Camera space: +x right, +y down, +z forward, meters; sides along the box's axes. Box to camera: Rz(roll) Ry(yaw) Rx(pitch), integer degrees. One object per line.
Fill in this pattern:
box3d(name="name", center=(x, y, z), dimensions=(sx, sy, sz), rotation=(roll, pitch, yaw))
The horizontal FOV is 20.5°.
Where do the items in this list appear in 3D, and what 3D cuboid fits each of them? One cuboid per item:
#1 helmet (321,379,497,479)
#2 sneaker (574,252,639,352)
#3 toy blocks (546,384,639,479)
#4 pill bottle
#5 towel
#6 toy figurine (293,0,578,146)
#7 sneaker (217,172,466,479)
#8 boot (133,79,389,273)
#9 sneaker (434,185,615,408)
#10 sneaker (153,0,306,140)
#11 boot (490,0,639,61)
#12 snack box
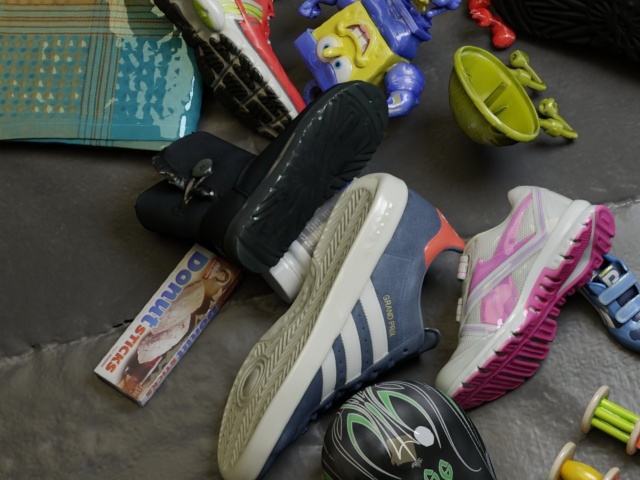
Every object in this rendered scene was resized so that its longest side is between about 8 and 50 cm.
box3d(name="helmet", center=(0.080, 0.213, 1.707), dimensions=(0.169, 0.169, 0.161), rotation=(-35, 80, -9))
box3d(name="sneaker", center=(0.302, 0.057, 1.797), dimensions=(0.053, 0.059, 0.144), rotation=(-39, 65, -13))
box3d(name="toy blocks", center=(0.311, 0.223, 1.714), dimensions=(0.148, 0.054, 0.123), rotation=(28, 71, 21))
box3d(name="pill bottle", center=(0.000, 0.000, 1.866), dimensions=(0.137, 0.078, 0.078), rotation=(-39, 64, -11))
box3d(name="towel", center=(-0.249, -0.282, 2.019), dimensions=(0.271, 0.040, 0.370), rotation=(5, 80, 12))
box3d(name="toy figurine", center=(0.084, -0.190, 1.946), dimensions=(0.217, 0.191, 0.362), rotation=(-39, 68, 23))
box3d(name="sneaker", center=(0.030, 0.112, 1.788), dimensions=(0.148, 0.131, 0.350), rotation=(31, 89, -23))
box3d(name="boot", center=(-0.070, -0.089, 1.872), dimensions=(0.207, 0.094, 0.246), rotation=(25, 73, 48))
box3d(name="sneaker", center=(0.186, 0.053, 1.781), dimensions=(0.111, 0.103, 0.252), rotation=(35, 91, 32))
box3d(name="sneaker", center=(-0.081, -0.239, 1.938), dimensions=(0.118, 0.107, 0.279), rotation=(-38, 101, -30))
box3d(name="boot", center=(0.374, -0.327, 1.911), dimensions=(0.348, 0.131, 0.260), rotation=(19, 63, 27))
box3d(name="snack box", center=(-0.160, 0.088, 1.879), dimensions=(0.064, 0.022, 0.178), rotation=(30, 72, 23))
